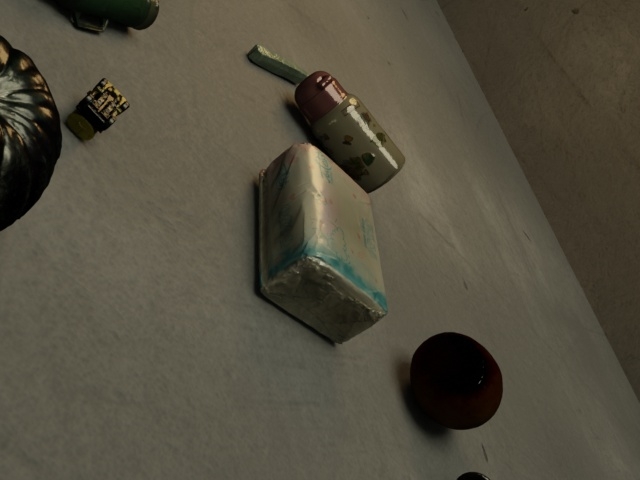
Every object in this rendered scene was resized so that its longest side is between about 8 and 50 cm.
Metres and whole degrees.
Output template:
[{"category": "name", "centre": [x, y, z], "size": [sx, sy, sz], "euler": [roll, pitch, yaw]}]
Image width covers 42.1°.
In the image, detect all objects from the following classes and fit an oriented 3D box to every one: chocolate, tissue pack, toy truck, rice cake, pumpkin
[{"category": "chocolate", "centre": [0.230, 0.246, 1.415], "size": [0.177, 0.176, 0.177], "euler": [41, 30, -30]}, {"category": "tissue pack", "centre": [0.002, 0.001, 1.306], "size": [0.201, 0.124, 0.271], "euler": [41, 29, -37]}, {"category": "toy truck", "centre": [-0.285, -0.168, 1.066], "size": [0.049, 0.054, 0.083], "euler": [48, 27, -19]}, {"category": "rice cake", "centre": [-0.081, -0.347, 1.653], "size": [0.170, 0.033, 0.029], "euler": [13, 46, -55]}, {"category": "pumpkin", "centre": [-0.347, -0.105, 0.765], "size": [0.220, 0.161, 0.221], "euler": [30, 47, -39]}]

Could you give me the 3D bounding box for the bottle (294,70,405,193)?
[{"category": "bottle", "centre": [0.050, -0.220, 1.644], "size": [0.253, 0.120, 0.120], "euler": [50, 26, -13]}]

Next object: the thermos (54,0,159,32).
[{"category": "thermos", "centre": [-0.324, -0.353, 1.201], "size": [0.073, 0.083, 0.187], "euler": [43, 21, 22]}]

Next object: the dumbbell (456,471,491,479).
[{"category": "dumbbell", "centre": [0.242, 0.413, 1.318], "size": [0.069, 0.069, 0.147], "euler": [54, 24, -6]}]
